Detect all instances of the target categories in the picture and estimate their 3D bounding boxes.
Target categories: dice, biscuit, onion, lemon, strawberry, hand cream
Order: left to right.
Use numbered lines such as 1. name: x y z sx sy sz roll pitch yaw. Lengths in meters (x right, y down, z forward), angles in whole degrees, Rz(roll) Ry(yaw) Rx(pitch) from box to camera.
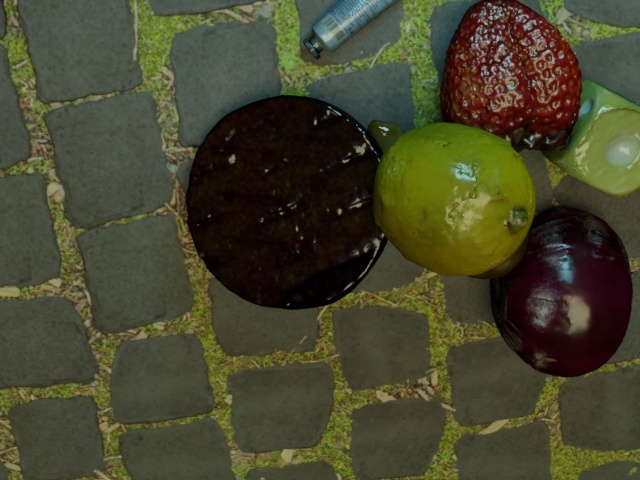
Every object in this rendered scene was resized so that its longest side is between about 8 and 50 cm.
1. biscuit: -0.058 -0.071 1.562 0.407 0.091 0.407 2 98 12
2. hand cream: 0.084 -0.433 1.498 0.271 0.058 0.091 -40 98 9
3. biscuit: 0.161 -0.127 1.636 0.164 0.047 0.208 6 112 -8
4. lemon: 0.215 -0.071 1.372 0.260 0.284 0.260 -30 148 -21
5. strawberry: 0.327 -0.290 1.481 0.250 0.238 0.288 -25 104 2
6. onion: 0.486 0.116 1.654 0.282 0.260 0.336 11 112 -3
7. dice: 0.536 -0.195 1.566 0.166 0.169 0.169 25 109 -14

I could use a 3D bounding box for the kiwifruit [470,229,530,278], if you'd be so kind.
1. kiwifruit: 0.307 -0.030 1.582 0.196 0.234 0.196 12 127 16
